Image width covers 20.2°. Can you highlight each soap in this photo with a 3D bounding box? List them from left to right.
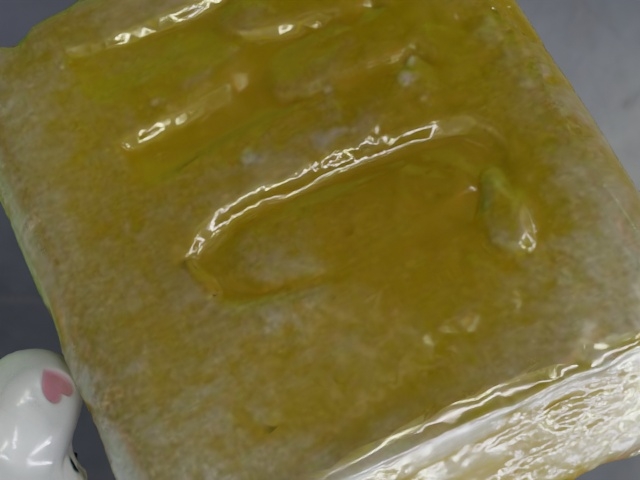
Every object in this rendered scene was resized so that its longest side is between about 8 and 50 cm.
[{"bbox_3d":[0.000,0.000,0.933,0.293,0.335,0.156,-22,149,-7],"label":"soap"}]

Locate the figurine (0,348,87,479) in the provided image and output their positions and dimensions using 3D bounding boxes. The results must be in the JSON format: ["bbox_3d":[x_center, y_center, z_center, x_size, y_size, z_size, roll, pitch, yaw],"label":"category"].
[{"bbox_3d":[-0.173,0.114,0.890,0.178,0.109,0.130,9,88,-11],"label":"figurine"}]
